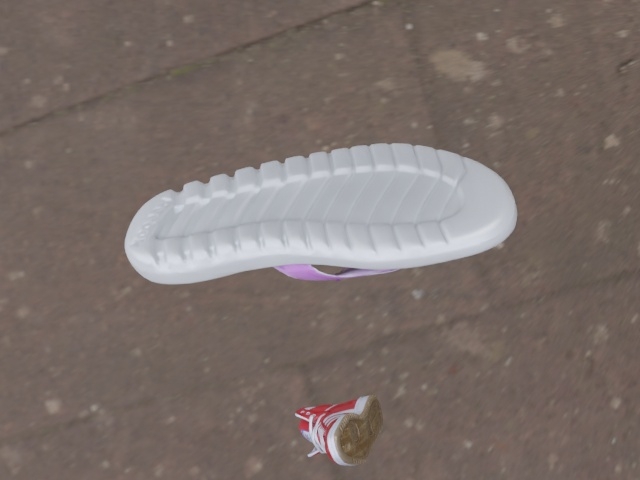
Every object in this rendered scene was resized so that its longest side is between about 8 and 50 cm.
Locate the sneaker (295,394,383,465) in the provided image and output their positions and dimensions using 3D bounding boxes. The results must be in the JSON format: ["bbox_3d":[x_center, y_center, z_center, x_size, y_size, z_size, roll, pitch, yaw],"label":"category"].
[{"bbox_3d":[0.006,0.158,1.199,0.067,0.118,0.042,-14,95,17],"label":"sneaker"}]

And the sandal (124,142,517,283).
[{"bbox_3d":[0.003,-0.011,1.557,0.416,0.169,0.102,-3,136,17],"label":"sandal"}]
